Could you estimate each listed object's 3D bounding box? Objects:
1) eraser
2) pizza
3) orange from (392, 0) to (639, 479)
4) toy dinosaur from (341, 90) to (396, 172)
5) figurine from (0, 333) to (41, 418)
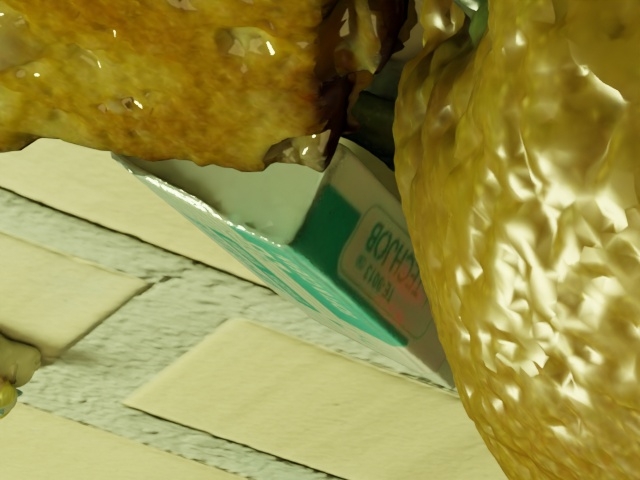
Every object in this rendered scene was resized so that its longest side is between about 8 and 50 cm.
[{"bbox_3d":[0.000,0.000,0.823,0.095,0.052,0.225,25,172,27],"label":"eraser"},{"bbox_3d":[-0.084,-0.127,0.614,0.277,0.114,0.409,22,150,-22],"label":"pizza"},{"bbox_3d":[0.198,-0.010,0.554,0.357,0.322,0.322,25,150,-9],"label":"orange"},{"bbox_3d":[0.096,-0.019,0.812,0.363,0.076,0.147,27,165,-27],"label":"toy dinosaur"},{"bbox_3d":[-0.209,0.079,1.106,0.083,0.050,0.047,20,156,-20],"label":"figurine"}]
